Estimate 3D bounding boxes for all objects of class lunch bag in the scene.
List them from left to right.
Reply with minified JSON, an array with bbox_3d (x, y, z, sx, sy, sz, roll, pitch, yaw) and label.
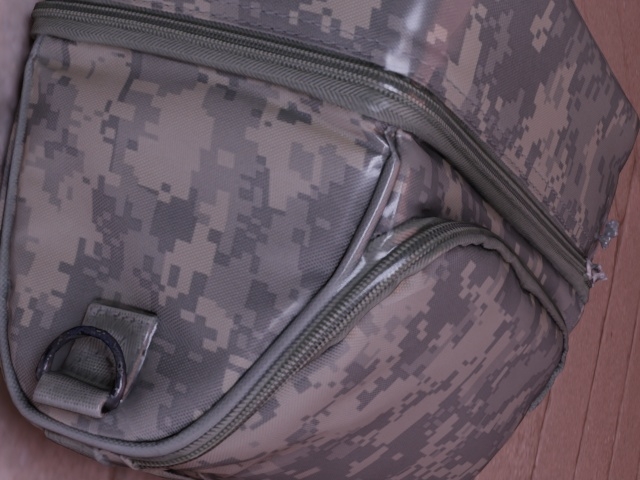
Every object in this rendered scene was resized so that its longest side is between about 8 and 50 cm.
[{"bbox_3d":[0.000,0.000,0.675,0.256,0.212,0.305,-68,154,-8],"label":"lunch bag"}]
